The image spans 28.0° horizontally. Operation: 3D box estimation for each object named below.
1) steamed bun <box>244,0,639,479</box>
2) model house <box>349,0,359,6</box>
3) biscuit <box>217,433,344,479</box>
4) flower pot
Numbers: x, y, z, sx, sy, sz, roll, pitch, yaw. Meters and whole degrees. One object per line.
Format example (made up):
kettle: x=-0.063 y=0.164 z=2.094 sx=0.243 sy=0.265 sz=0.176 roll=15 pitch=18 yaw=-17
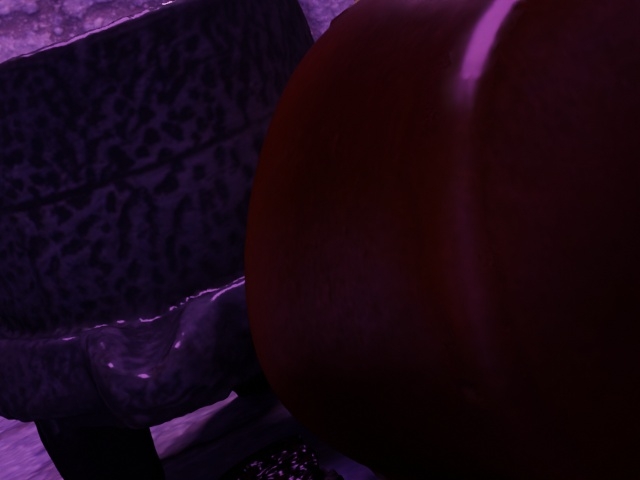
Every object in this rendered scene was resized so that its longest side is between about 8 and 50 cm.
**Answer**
steamed bun: x=0.138 y=-0.052 z=0.665 sx=0.379 sy=0.248 sz=0.235 roll=-29 pitch=11 yaw=-29
model house: x=0.191 y=-0.219 z=1.628 sx=0.266 sy=0.261 sz=0.321 roll=1 pitch=21 yaw=-18
biscuit: x=-0.022 y=0.131 z=0.684 sx=0.087 sy=0.027 sz=0.089 roll=-17 pitch=11 yaw=31
flower pot: x=-0.096 y=0.006 z=0.793 sx=0.299 sy=0.283 sz=0.299 roll=-18 pitch=11 yaw=4
